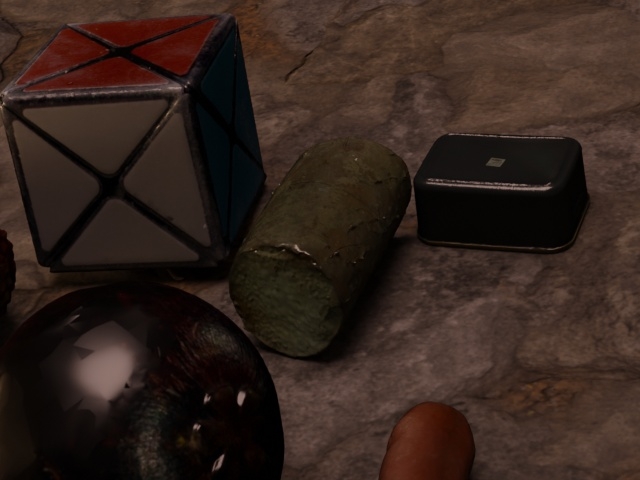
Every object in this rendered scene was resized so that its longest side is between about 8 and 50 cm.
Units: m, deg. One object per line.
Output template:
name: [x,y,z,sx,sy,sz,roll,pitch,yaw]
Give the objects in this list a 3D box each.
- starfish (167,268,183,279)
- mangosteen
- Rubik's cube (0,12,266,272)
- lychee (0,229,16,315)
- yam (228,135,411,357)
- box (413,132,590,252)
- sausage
starfish: [-0.190,0.025,1.984,0.086,0.016,0.092,-16,36,-3]
mangosteen: [-0.189,0.198,1.465,0.330,0.330,0.330,-8,33,5]
Rubik's cube: [-0.227,-0.126,1.989,0.255,0.260,0.259,0,31,14]
lychee: [-0.488,0.043,1.860,0.271,0.236,0.236,-44,42,-14]
yam: [0.000,0.000,1.834,0.161,0.161,0.268,3,37,21]
box: [0.221,-0.064,1.927,0.201,0.090,0.144,4,35,23]
sausage: [0.082,0.301,1.412,0.094,0.094,0.419,-31,25,26]
